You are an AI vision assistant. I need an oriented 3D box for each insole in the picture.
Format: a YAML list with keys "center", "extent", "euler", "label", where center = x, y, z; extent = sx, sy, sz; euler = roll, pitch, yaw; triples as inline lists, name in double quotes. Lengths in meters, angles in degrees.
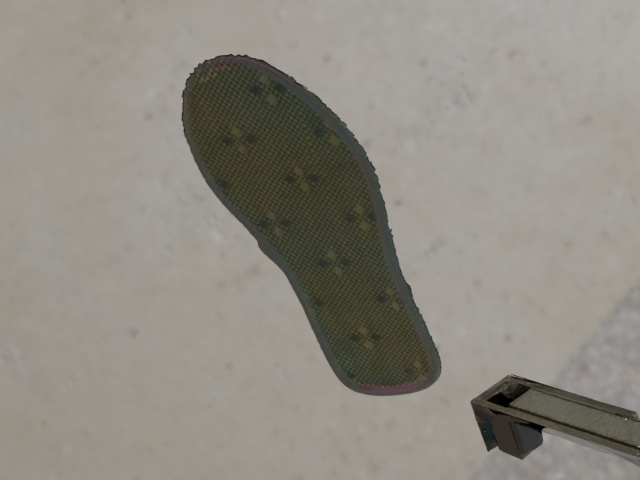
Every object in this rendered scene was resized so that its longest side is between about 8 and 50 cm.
- center: [0.000, 0.000, 1.171]
  extent: [0.109, 0.322, 0.007]
  euler: [-6, 46, 21]
  label: "insole"

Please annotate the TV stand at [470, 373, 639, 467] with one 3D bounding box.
- center: [0.202, 0.145, 1.259]
  extent: [0.040, 0.049, 0.256]
  euler: [-31, 25, -27]
  label: "TV stand"
